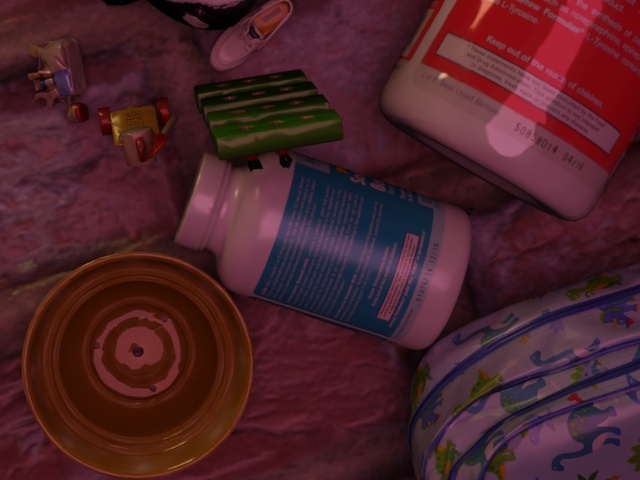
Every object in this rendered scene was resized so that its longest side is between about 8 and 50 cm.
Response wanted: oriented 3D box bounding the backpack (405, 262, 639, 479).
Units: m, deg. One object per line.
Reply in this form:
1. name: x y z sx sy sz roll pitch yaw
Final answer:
1. backpack: 0.257 0.170 1.526 0.355 0.273 0.290 -4 131 7

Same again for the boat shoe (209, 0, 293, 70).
1. boat shoe: -0.066 -0.200 1.551 0.100 0.035 0.035 -37 99 -2

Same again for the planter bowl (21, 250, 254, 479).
1. planter bowl: -0.175 0.114 1.543 0.217 0.090 0.217 -1 96 -7

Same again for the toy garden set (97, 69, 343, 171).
1. toy garden set: -0.096 -0.096 1.456 0.203 0.244 0.049 -10 107 -6

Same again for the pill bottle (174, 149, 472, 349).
1. pill bottle: 0.000 0.000 1.524 0.264 0.146 0.146 18 93 -9

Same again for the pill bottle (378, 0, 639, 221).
1. pill bottle: 0.245 -0.242 1.486 0.229 0.229 0.408 30 92 -9

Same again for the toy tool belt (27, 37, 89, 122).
1. toy tool belt: -0.252 -0.151 1.533 0.051 0.052 0.083 -8 94 26

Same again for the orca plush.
1. orca plush: -0.202 -0.259 1.498 0.287 0.151 0.102 21 126 -7
